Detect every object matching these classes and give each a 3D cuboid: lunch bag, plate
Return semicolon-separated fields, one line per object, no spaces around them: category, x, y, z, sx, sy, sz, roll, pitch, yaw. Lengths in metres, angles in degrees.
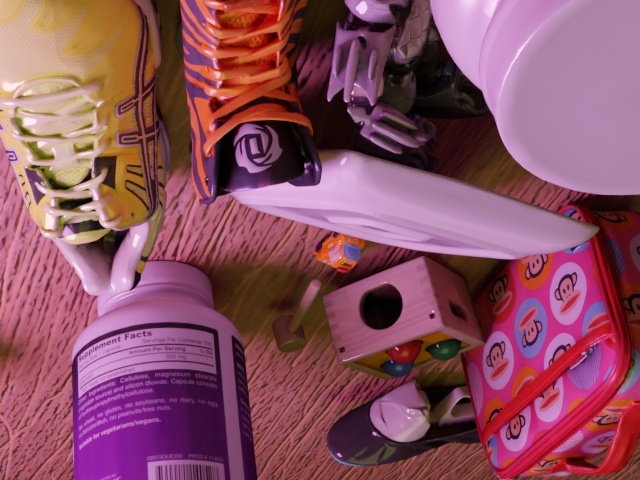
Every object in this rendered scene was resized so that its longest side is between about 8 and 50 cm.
lunch bag;0.269;0.131;1.340;0.120;0.258;0.293;6;144;-22
plate;0.056;-0.028;1.112;0.278;0.045;0.277;14;175;-32

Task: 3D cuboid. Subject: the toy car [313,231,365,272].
toy car;0.000;0.000;1.277;0.060;0.040;0.122;-26;144;26

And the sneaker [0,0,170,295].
sneaker;-0.182;-0.086;0.979;0.145;0.147;0.384;-9;153;3

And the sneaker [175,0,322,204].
sneaker;-0.041;-0.134;0.884;0.125;0.180;0.321;-9;159;-5

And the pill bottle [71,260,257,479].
pill bottle;-0.160;0.189;1.271;0.182;0.323;0.181;-6;147;-4

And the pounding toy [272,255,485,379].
pounding toy;0.047;0.101;1.363;0.206;0.094;0.181;-23;157;21

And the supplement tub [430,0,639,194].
supplement tub;0.167;-0.217;0.710;0.241;0.331;0.241;-6;147;-4

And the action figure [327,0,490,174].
action figure;0.069;-0.144;0.972;0.099;0.185;0.285;22;167;16

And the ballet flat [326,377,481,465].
ballet flat;0.144;0.221;1.617;0.281;0.095;0.096;-7;139;-21
